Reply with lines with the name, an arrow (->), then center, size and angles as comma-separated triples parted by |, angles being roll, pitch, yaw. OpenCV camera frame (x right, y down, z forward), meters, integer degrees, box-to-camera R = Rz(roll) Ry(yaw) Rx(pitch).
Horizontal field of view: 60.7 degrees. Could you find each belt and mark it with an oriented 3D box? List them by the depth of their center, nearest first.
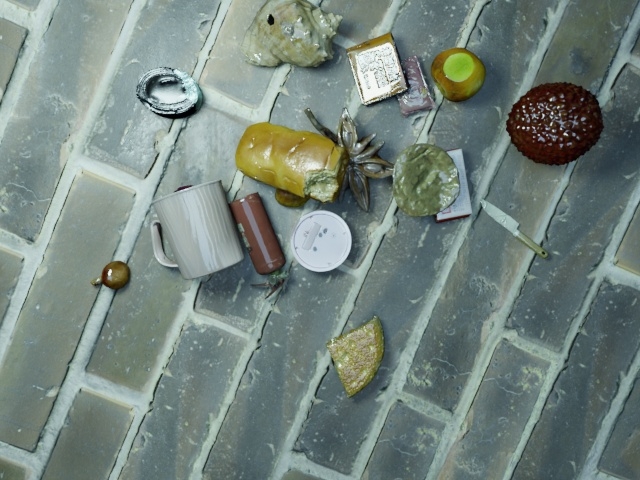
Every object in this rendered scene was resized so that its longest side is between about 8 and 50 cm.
belt -> -0.466, -0.461, 1.705 | 0.198, 0.078, 0.151 | 8, 90, -1

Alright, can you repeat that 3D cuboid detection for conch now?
conch -> -0.096, -0.653, 1.668 | 0.324, 0.186, 0.263 | -13, 74, -4

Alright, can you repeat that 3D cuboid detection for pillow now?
pillow -> 0.288, -0.494, 1.758 | 0.118, 0.043, 0.185 | -20, 92, 5

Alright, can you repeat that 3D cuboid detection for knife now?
knife -> 0.645, -0.043, 1.823 | 0.298, 0.017, 0.047 | 37, 90, -1

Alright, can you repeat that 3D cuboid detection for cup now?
cup -> -0.400, -0.026, 1.678 | 0.288, 0.208, 0.273 | -19, 97, -2

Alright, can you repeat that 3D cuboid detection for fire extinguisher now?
fire extinguisher -> -0.202, 0.024, 1.750 | 0.147, 0.106, 0.337 | -19, 95, 24

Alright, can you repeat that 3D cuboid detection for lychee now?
lychee -> 0.726, -0.356, 1.684 | 0.300, 0.264, 0.264 | 12, 94, -21

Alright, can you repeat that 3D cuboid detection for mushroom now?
mushroom -> -0.673, 0.122, 1.744 | 0.129, 0.073, 0.088 | -27, 125, 2

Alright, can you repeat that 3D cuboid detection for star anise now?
star anise -> 0.085, -0.261, 1.732 | 0.349, 0.109, 0.292 | 19, 99, -1

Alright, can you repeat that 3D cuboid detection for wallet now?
wallet -> 0.182, -0.540, 1.727 | 0.161, 0.042, 0.196 | -16, 96, 16

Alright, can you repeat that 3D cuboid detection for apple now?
apple -> 0.434, -0.520, 1.710 | 0.147, 0.146, 0.163 | -34, 80, 8

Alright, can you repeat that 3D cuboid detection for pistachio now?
pistachio -> -0.071, -0.148, 1.735 | 0.173, 0.049, 0.089 | -19, 114, 25

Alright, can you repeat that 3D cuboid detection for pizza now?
pizza -> 0.109, 0.375, 1.809 | 0.197, 0.058, 0.292 | 16, 92, -3

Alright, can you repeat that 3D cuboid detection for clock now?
clock -> 0.000, 0.000, 1.768 | 0.196, 0.068, 0.197 | 0, 94, -3

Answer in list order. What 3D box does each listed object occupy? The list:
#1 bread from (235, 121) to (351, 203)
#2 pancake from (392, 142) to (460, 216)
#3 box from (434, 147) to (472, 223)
bread -> -0.089, -0.240, 1.641 | 0.344, 0.149, 0.195 | 19, 91, 26
pancake -> 0.325, -0.184, 1.723 | 0.241, 0.050, 0.242 | -2, 99, -11
box -> 0.418, -0.178, 1.784 | 0.123, 0.050, 0.229 | -12, 95, 0
